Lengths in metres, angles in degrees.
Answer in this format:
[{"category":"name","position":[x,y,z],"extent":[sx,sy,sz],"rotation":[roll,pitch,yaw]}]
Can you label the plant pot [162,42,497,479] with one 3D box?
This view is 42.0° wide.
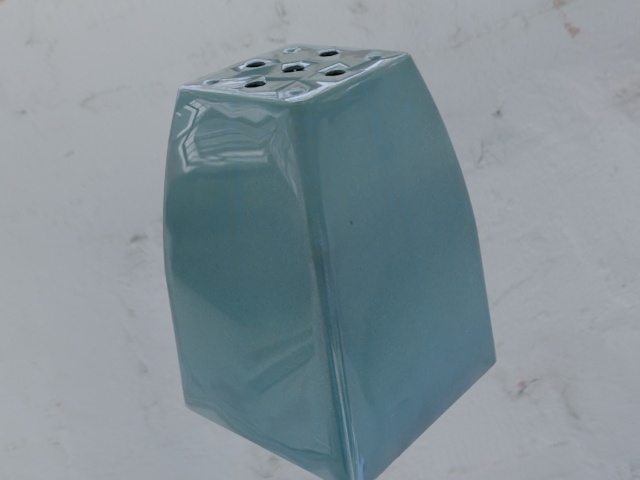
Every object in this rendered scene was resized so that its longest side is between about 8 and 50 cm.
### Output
[{"category":"plant pot","position":[0.000,0.000,0.549],"extent":[0.166,0.165,0.234],"rotation":[16,-54,39]}]
